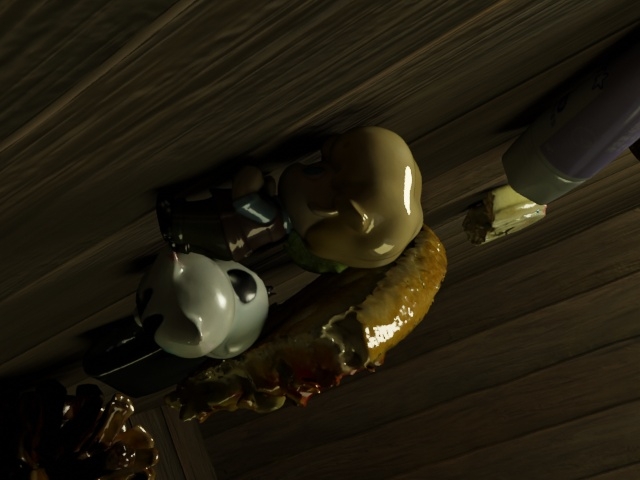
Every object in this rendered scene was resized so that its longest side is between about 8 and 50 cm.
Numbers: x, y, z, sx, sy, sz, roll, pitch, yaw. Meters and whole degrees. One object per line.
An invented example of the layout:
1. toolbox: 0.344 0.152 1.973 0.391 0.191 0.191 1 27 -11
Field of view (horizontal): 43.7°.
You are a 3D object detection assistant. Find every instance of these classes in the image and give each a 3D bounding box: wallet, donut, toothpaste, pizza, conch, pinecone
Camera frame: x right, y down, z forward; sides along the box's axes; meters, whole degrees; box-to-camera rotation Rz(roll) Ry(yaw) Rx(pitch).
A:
1. wallet: -0.221 0.165 1.222 0.228 0.062 0.406 -23 167 -12
2. donut: 0.281 -0.045 1.207 0.108 0.065 0.166 -21 170 -5
3. toothpaste: 0.296 -0.146 0.681 0.125 0.080 0.371 -15 164 -32
4. pizza: -0.017 0.132 1.019 0.406 0.130 0.440 -33 -177 23
5. conch: 0.000 0.000 0.896 0.089 0.074 0.121 17 172 -23
6. pinecone: -0.408 0.359 1.194 0.384 0.384 0.384 -21 170 -4

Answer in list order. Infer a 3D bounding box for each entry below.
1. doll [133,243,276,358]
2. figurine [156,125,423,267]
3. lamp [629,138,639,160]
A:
1. doll: -0.120 0.065 0.805 0.107 0.110 0.180 -30 168 15
2. figurine: -0.020 -0.028 0.605 0.196 0.108 0.114 -4 160 1
3. lamp: 0.406 -0.123 0.842 0.156 0.135 0.157 -24 172 15
